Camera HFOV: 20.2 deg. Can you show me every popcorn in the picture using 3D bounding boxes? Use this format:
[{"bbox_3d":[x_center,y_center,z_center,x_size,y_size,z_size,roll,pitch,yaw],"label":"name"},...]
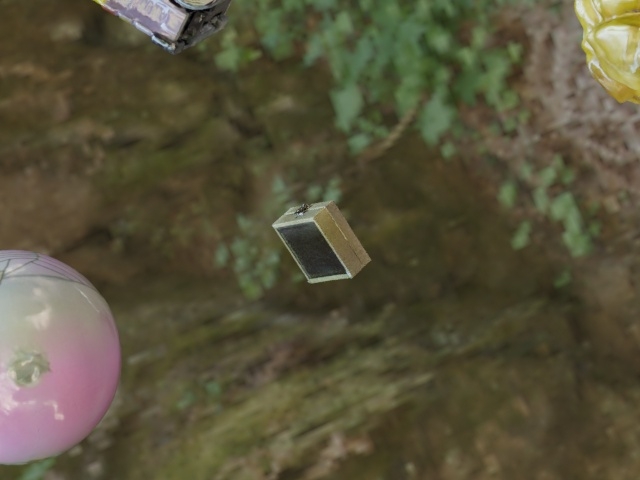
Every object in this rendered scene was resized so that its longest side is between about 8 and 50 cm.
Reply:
[{"bbox_3d":[0.465,-0.268,2.262,0.332,0.265,0.225,22,102,39],"label":"popcorn"}]

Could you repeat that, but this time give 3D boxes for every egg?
[{"bbox_3d":[-0.274,0.100,1.605,0.271,0.196,0.196,-115,5,-79],"label":"egg"}]

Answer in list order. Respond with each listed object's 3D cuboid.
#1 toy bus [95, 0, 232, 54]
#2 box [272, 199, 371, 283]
[{"bbox_3d":[-0.124,-0.459,1.993,0.249,0.209,0.440,31,112,5],"label":"toy bus"},{"bbox_3d":[0.000,0.000,1.867,0.079,0.035,0.083,-10,118,55],"label":"box"}]
